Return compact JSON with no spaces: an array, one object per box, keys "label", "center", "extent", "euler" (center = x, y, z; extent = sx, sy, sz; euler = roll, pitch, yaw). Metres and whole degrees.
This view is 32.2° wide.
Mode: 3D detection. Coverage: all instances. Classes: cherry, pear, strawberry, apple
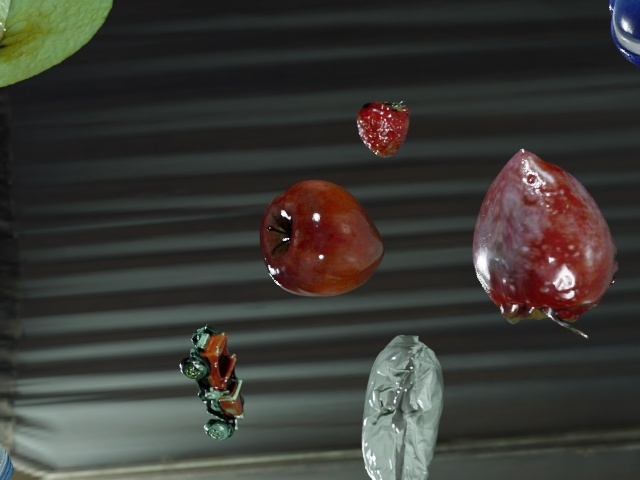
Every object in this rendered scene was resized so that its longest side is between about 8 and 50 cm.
[{"label":"cherry","center":[0.299,-0.004,1.498],"extent":[0.192,0.175,0.249],"euler":[7,116,65]},{"label":"pear","center":[-0.492,-0.423,1.967],"extent":[0.139,0.239,0.288],"euler":[60,143,19]},{"label":"strawberry","center":[0.111,-0.199,1.975],"extent":[0.106,0.106,0.106],"euler":[-5,-90,-89]},{"label":"apple","center":[-0.001,-0.002,2.040],"extent":[0.234,0.234,0.233],"euler":[-5,-90,-89]}]

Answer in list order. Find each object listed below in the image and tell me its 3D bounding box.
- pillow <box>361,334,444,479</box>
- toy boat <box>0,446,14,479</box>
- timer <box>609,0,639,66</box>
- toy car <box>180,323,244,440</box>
[{"label":"pillow","center":[0.145,0.320,1.975],"extent":[0.310,0.138,0.283],"euler":[-6,-77,-87]},{"label":"toy boat","center":[-0.602,0.399,1.917],"extent":[0.034,0.149,0.105],"euler":[-36,49,41]},{"label":"timer","center":[0.447,-0.346,1.193],"extent":[0.383,0.270,0.270],"euler":[-59,-8,-8]},{"label":"toy car","center":[-0.127,0.178,1.374],"extent":[0.073,0.054,0.143],"euler":[-71,-29,-54]}]
